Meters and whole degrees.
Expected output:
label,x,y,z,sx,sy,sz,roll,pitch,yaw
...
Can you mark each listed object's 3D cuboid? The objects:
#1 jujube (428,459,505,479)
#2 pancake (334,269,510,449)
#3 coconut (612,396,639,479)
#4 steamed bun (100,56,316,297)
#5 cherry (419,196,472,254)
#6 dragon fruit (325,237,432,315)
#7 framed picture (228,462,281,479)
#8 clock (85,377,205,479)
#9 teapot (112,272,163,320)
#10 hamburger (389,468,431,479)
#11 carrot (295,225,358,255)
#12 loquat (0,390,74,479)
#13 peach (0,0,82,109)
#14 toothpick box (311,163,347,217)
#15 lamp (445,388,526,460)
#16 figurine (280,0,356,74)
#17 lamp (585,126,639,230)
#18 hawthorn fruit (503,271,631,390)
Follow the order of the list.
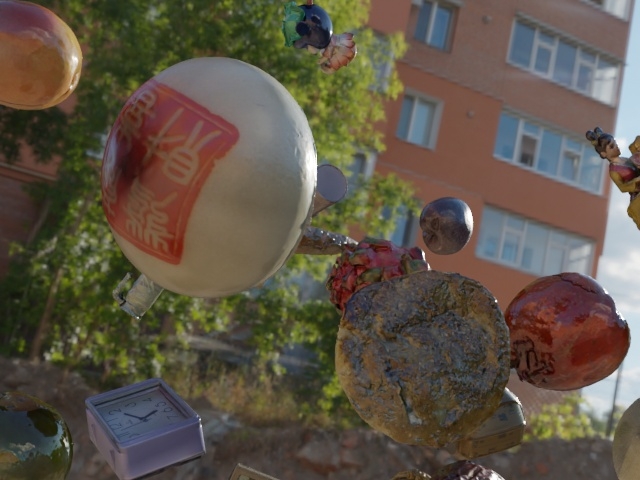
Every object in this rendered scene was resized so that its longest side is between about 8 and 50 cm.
label,x,y,z,sx,sy,sz,roll,pitch,yaw
jujube,0.290,0.534,1.607,0.197,0.197,0.290,8,-9,23
pancake,0.194,0.217,1.520,0.356,0.356,0.065,14,-21,-10
coconut,0.670,0.395,1.515,0.237,0.237,0.266,2,-27,44
steamed bun,-0.194,-0.101,1.239,0.374,0.374,0.241,2,-7,44
cherry,0.365,-0.042,2.327,0.176,0.176,0.140,21,-6,-38
dragon fruit,0.163,0.117,2.041,0.303,0.231,0.237,19,11,28
framed picture,-0.134,0.646,1.727,0.232,0.314,0.024,23,11,-5
clock,-0.295,0.309,1.345,0.145,0.073,0.193,-14,21,-30
teapot,-0.469,0.108,2.184,0.107,0.200,0.077,38,-12,-17
hamburger,0.205,0.585,1.820,0.138,0.147,0.083,42,23,3
carrot,0.000,0.000,2.364,0.263,0.101,0.102,7,-7,-31
loquat,-0.399,0.264,1.035,0.152,0.152,0.195,22,9,-42
peach,-0.467,-0.289,1.288,0.184,0.184,0.184,12,-11,2
toothpick box,-0.014,-0.113,1.957,0.098,0.098,0.149,18,-26,-27
lamp,0.372,0.425,1.894,0.185,0.161,0.161,-13,-5,-15
figurine,-0.003,-0.417,1.639,0.102,0.111,0.195,-19,-25,36
lamp,0.539,-0.093,1.315,0.253,0.118,0.118,57,-18,-3
hawthorn fruit,0.511,0.218,1.799,0.308,0.276,0.276,-28,-2,-14
